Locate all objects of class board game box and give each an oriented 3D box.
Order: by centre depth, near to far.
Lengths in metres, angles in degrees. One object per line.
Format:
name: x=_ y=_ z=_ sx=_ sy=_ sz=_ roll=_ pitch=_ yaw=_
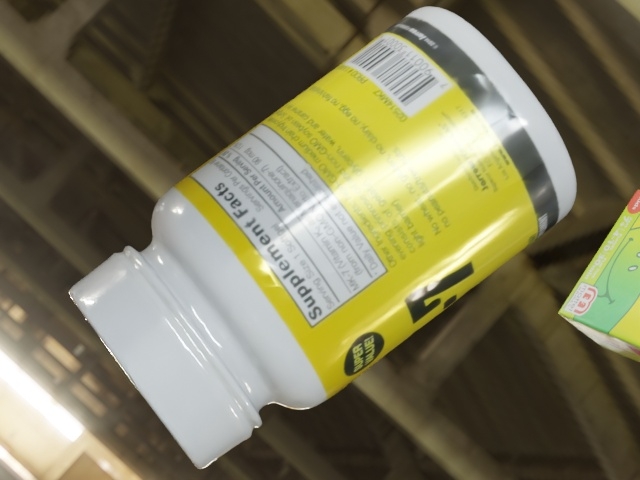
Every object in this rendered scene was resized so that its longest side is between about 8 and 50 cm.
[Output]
board game box: x=0.217 y=0.032 z=0.877 sx=0.043 sy=0.092 sz=0.181 roll=36 pitch=-5 yaw=-24

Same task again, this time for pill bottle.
pill bottle: x=0.000 y=0.000 z=0.703 sx=0.119 sy=0.208 sz=0.119 roll=52 pitch=-8 yaw=10
